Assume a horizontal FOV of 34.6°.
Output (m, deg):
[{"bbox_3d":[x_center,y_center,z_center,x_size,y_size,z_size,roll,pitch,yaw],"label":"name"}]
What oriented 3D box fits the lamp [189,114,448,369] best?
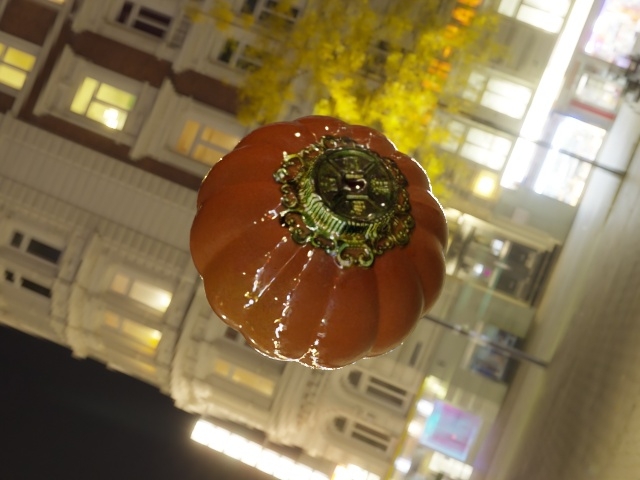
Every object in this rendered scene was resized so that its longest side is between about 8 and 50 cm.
[{"bbox_3d":[0.000,0.000,0.871,0.223,0.223,0.196,-62,3,-32],"label":"lamp"}]
